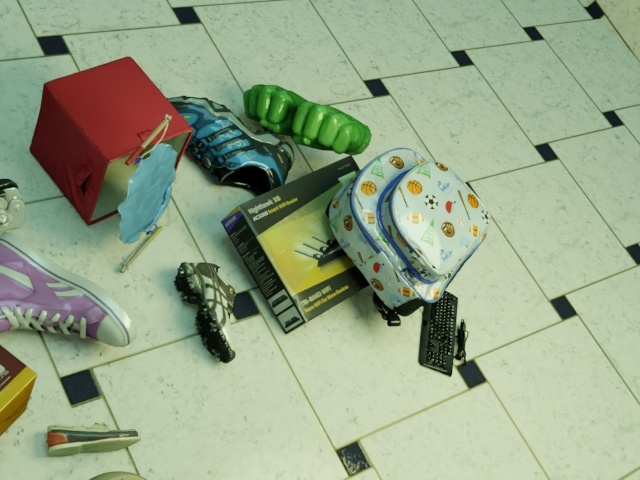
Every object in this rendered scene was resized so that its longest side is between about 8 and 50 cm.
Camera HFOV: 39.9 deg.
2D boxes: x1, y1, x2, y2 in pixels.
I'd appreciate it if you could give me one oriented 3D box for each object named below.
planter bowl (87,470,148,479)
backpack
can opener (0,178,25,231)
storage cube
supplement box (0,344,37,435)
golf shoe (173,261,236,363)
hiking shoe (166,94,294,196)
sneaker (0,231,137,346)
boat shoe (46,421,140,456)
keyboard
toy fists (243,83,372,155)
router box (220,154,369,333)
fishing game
[{"bbox_3d":[-0.282,0.394,1.237,0.162,0.109,0.162,14,52,-18],"label":"planter bowl"},{"bbox_3d":[0.155,-0.030,1.607,0.263,0.213,0.276,43,52,1],"label":"backpack"},{"bbox_3d":[-0.613,-0.029,1.421,0.280,0.074,0.093,-21,33,-39],"label":"can opener"},{"bbox_3d":[-0.376,-0.179,1.566,0.215,0.184,0.193,-29,72,-39],"label":"storage cube"},{"bbox_3d":[-0.540,0.217,1.221,0.194,0.129,0.191,37,48,2],"label":"supplement box"},{"bbox_3d":[-0.175,0.115,1.523,0.093,0.077,0.198,-12,64,-34],"label":"golf shoe"},{"bbox_3d":[-0.194,-0.179,1.708,0.304,0.113,0.132,21,49,-13],"label":"hiking shoe"},{"bbox_3d":[-0.437,0.120,1.377,0.282,0.102,0.161,28,51,9],"label":"sneaker"},{"bbox_3d":[-0.341,0.294,1.325,0.137,0.049,0.043,-1,55,-22],"label":"boat shoe"},{"bbox_3d":[0.250,0.172,1.727,0.100,0.038,0.192,22,50,-12],"label":"keyboard"},{"bbox_3d":[-0.036,-0.243,1.776,0.279,0.096,0.142,28,5,30],"label":"toy fists"},{"bbox_3d":[0.000,0.000,1.666,0.308,0.081,0.243,-28,85,-39],"label":"router box"},{"bbox_3d":[-0.298,-0.083,1.489,0.041,0.264,0.189,23,48,9],"label":"fishing game"}]
